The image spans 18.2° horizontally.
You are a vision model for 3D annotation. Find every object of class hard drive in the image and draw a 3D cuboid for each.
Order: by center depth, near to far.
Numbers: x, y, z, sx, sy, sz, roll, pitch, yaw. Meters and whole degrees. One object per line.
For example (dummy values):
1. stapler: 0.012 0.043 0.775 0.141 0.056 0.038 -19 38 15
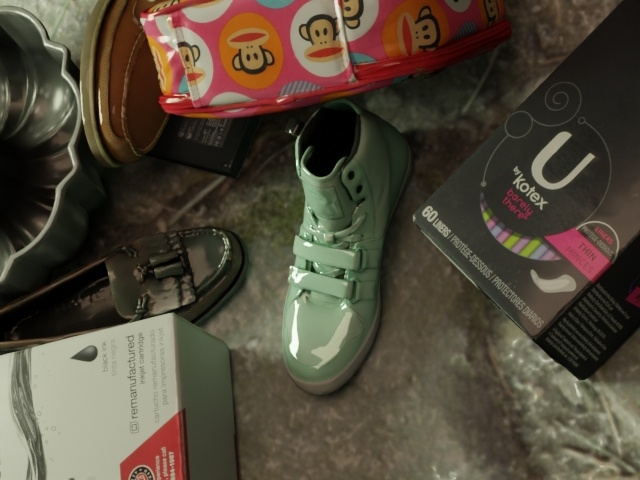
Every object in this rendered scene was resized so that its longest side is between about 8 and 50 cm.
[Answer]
1. hard drive: -0.124 -0.119 1.925 0.135 0.022 0.094 15 78 28

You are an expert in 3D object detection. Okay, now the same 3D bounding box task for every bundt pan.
1. bundt pan: -0.346 -0.065 1.950 0.331 0.124 0.331 -8 69 22

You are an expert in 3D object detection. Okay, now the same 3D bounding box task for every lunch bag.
1. lunch bag: 0.013 -0.197 1.776 0.293 0.258 0.120 -6 103 31

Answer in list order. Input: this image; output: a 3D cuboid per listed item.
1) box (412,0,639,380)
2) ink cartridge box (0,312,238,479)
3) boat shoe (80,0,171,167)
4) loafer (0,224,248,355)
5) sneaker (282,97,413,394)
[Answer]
1. box: 0.240 -0.044 1.662 0.270 0.143 0.165 -46 60 3
2. ink cartridge box: -0.220 0.198 1.801 0.273 0.114 0.197 -15 66 21
3. boat shoe: -0.145 -0.209 1.895 0.104 0.111 0.307 -1 61 21
4. loafer: -0.196 0.058 1.858 0.267 0.084 0.096 -25 63 15
5. sneaker: 0.000 -0.001 1.752 0.094 0.151 0.256 9 77 25
